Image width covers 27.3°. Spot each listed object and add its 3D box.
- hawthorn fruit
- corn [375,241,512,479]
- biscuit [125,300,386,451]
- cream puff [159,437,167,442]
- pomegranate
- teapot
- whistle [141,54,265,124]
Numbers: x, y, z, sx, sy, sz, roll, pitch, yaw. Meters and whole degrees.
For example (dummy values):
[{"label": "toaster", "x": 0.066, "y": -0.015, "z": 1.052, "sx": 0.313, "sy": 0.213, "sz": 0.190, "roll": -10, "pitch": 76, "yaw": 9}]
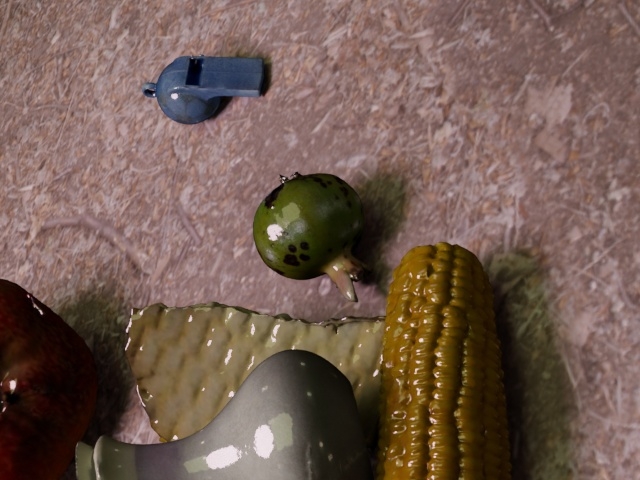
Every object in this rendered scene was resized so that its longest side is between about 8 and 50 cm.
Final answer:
[{"label": "hawthorn fruit", "x": -0.438, "y": 0.196, "z": 1.587, "sx": 0.369, "sy": 0.285, "sz": 0.284, "roll": -18, "pitch": 57, "yaw": 50}, {"label": "corn", "x": 0.104, "y": 0.167, "z": 1.139, "sx": 0.120, "sy": 0.120, "sz": 0.363, "roll": -25, "pitch": 52, "yaw": 36}, {"label": "biscuit", "x": -0.059, "y": 0.153, "z": 1.286, "sx": 0.273, "sy": 0.036, "sz": 0.187, "roll": 6, "pitch": 94, "yaw": 10}, {"label": "cream puff", "x": -0.120, "y": 0.157, "z": 1.374, "sx": 0.156, "sy": 0.121, "sz": 0.156, "roll": -17, "pitch": 63, "yaw": 36}, {"label": "pomegranate", "x": 0.000, "y": 0.000, "z": 1.350, "sx": 0.122, "sy": 0.122, "sz": 0.161, "roll": -45, "pitch": 70, "yaw": 19}, {"label": "teapot", "x": -0.084, "y": 0.200, "z": 1.165, "sx": 0.251, "sy": 0.183, "sz": 0.183, "roll": -12, "pitch": 52, "yaw": -2}, {"label": "whistle", "x": -0.144, "y": -0.185, "z": 1.631, "sx": 0.158, "sy": 0.090, "sz": 0.090, "roll": 3, "pitch": 66, "yaw": 5}]
